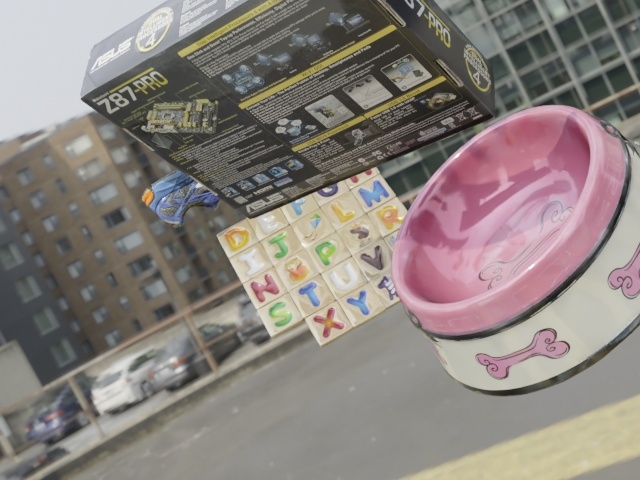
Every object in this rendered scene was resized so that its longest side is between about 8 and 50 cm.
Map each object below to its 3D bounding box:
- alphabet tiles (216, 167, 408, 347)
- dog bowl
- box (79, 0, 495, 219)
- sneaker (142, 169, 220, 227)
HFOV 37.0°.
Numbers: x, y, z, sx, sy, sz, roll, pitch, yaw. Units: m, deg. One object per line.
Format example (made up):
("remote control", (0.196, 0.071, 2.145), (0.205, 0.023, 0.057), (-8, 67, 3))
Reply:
("alphabet tiles", (0.000, 0.000, 1.528), (0.285, 0.342, 0.011), (-30, -36, -3))
("dog bowl", (0.265, -0.006, 1.274), (0.408, 0.150, 0.408), (-36, 30, 25))
("box", (-0.039, -0.188, 1.152), (0.395, 0.318, 0.097), (-21, 52, 34))
("sneaker", (-0.181, -0.095, 1.577), (0.221, 0.087, 0.083), (-32, 2, -13))
